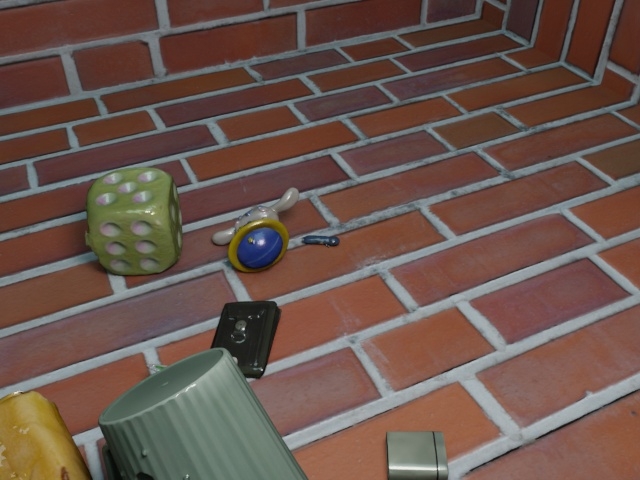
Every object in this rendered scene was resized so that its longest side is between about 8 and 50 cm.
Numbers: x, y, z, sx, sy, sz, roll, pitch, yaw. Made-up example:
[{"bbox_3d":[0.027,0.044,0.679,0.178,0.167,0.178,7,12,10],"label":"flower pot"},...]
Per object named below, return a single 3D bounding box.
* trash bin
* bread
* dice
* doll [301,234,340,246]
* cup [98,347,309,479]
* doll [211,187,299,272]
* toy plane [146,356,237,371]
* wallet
[{"bbox_3d":[0.214,0.483,1.432,0.130,0.059,0.116,0,38,2],"label":"trash bin"},{"bbox_3d":[-0.616,0.543,1.232,0.361,0.250,0.394,-28,51,-26],"label":"bread"},{"bbox_3d":[-0.559,-0.059,1.945,0.254,0.252,0.250,-5,39,-2],"label":"dice"},{"bbox_3d":[0.000,0.000,2.044,0.125,0.027,0.037,3,39,9],"label":"doll"},{"bbox_3d":[-0.240,0.451,1.188,0.401,0.392,0.310,-26,7,1],"label":"cup"},{"bbox_3d":[-0.162,-0.026,1.967,0.311,0.159,0.242,-39,20,-2],"label":"doll"},{"bbox_3d":[-0.306,0.363,1.552,0.255,0.101,0.251,-28,47,-35],"label":"toy plane"},{"bbox_3d":[-0.205,0.259,1.720,0.168,0.052,0.245,2,42,9],"label":"wallet"}]
